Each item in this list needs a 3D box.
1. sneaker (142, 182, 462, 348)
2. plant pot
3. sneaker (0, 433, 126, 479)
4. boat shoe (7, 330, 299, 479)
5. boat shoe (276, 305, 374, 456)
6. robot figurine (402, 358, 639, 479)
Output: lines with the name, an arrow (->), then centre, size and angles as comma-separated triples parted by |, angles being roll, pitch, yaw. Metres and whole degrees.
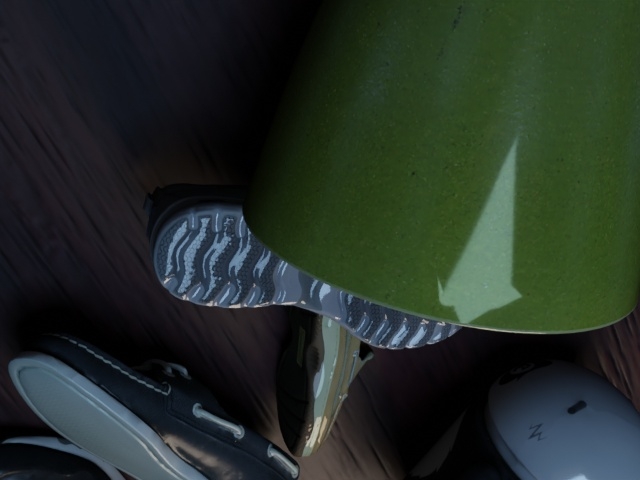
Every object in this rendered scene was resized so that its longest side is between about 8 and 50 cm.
sneaker -> 0.000, 0.000, 1.113 | 0.281, 0.115, 0.105 | 15, 110, -28
plant pot -> 0.111, -0.129, 0.969 | 0.275, 0.275, 0.293 | 5, 111, -21
sneaker -> -0.187, 0.268, 1.255 | 0.107, 0.124, 0.283 | -38, 129, 13
boat shoe -> -0.127, 0.148, 1.206 | 0.114, 0.091, 0.302 | 3, 147, 39
boat shoe -> 0.011, 0.099, 1.228 | 0.072, 0.068, 0.190 | -9, 130, -26
robot figurine -> 0.166, 0.229, 1.311 | 0.174, 0.209, 0.278 | 33, 115, -11
